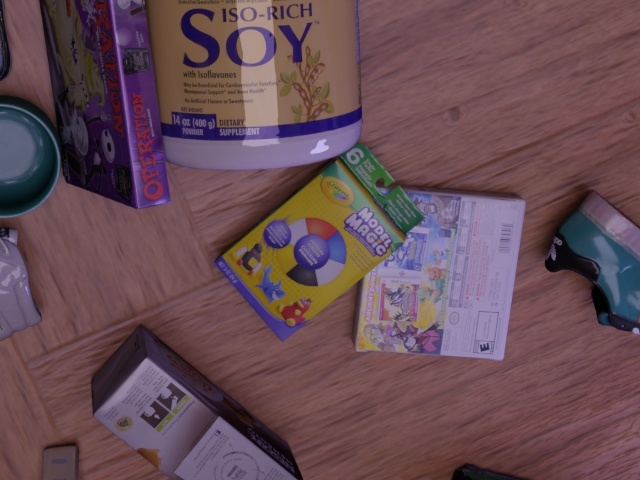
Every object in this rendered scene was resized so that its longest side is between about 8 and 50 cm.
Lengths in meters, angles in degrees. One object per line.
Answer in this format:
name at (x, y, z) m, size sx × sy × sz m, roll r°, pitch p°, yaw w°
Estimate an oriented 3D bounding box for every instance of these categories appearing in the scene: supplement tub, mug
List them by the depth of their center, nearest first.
supplement tub at (-0.078, -0.258, 1.694) m, size 0.241 × 0.241 × 0.331 m, roll -5°, pitch 105°, yaw -7°
mug at (-0.365, -0.108, 1.763) m, size 0.129 × 0.097 × 0.158 m, roll -39°, pitch 105°, yaw 3°

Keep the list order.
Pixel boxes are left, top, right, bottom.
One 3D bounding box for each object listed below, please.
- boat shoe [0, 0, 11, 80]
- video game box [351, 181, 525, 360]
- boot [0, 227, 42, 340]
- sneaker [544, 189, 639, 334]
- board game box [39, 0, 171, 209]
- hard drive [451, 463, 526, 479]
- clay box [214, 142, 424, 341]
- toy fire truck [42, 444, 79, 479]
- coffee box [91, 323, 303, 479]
boat shoe at (-0.374, -0.246, 1.756) m, size 0.049 × 0.040 × 0.142 m, roll -14°, pitch 106°, yaw -5°
video game box at (0.141, 0.038, 1.900) m, size 0.187 × 0.048 × 0.205 m, roll 5°, pitch 103°, yaw -11°
boot at (-0.409, 0.001, 1.796) m, size 0.123 × 0.095 × 0.258 m, roll -22°, pitch 114°, yaw -9°
sneaker at (0.404, 0.074, 1.924) m, size 0.302 × 0.108 × 0.121 m, roll 40°, pitch 100°, yaw -10°
board game box at (-0.244, -0.219, 1.697) m, size 0.056 × 0.208 × 0.347 m, roll -15°, pitch 107°, yaw -32°
hard drive at (0.296, 0.379, 1.857) m, size 0.236 × 0.339 × 0.064 m, roll 16°, pitch 103°, yaw -13°
clay box at (0.000, 0.000, 1.838) m, size 0.222 × 0.053 × 0.127 m, roll -40°, pitch 95°, yaw 14°
toy fire truck at (-0.247, 0.376, 1.890) m, size 0.217 × 0.158 × 0.246 m, roll -14°, pitch 116°, yaw -4°
coffee box at (-0.147, 0.226, 1.856) m, size 0.246 × 0.141 × 0.098 m, roll 41°, pitch 95°, yaw -15°
